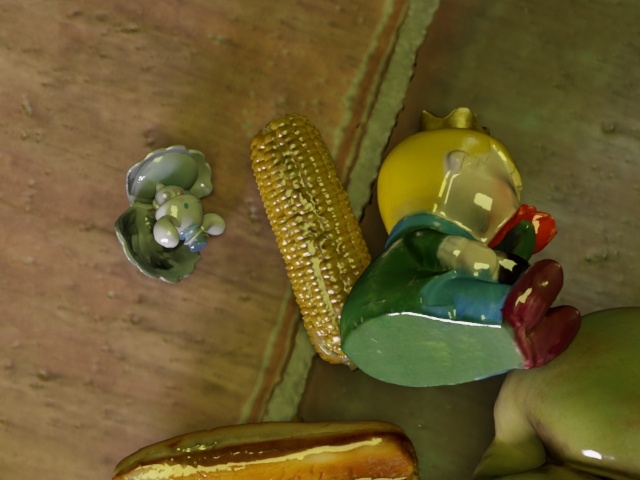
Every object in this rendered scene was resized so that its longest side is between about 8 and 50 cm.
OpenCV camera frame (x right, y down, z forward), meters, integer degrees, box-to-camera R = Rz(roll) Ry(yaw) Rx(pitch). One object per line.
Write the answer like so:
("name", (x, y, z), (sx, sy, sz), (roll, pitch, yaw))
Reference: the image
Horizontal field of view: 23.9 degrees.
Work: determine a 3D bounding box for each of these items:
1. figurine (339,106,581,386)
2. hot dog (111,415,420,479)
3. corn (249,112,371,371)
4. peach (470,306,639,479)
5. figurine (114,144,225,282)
("figurine", (0.115, -0.007, 1.101), (0.127, 0.185, 0.234), (56, 43, -25))
("hot dog", (-0.048, 0.187, 1.137), (0.250, 0.076, 0.104), (-9, 95, -4))
("corn", (0.000, 0.000, 1.163), (0.068, 0.068, 0.207), (-17, 83, -5))
("peach", (0.242, 0.197, 1.071), (0.292, 0.247, 0.292), (9, 71, -27))
("figurine", (-0.112, -0.016, 1.157), (0.082, 0.094, 0.086), (-40, 52, 29))
